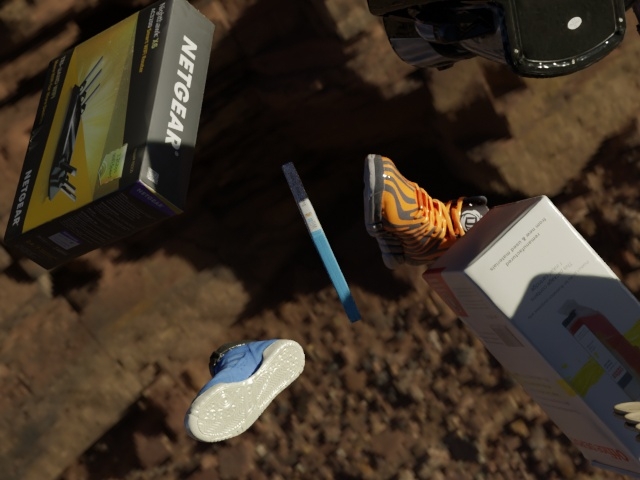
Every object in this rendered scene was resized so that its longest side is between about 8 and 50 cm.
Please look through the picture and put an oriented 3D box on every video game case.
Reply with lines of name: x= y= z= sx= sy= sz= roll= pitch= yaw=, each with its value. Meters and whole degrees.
video game case: x=0.000 y=0.000 z=1.478 sx=0.015 sy=0.119 sz=0.166 roll=-24 pitch=32 yaw=0

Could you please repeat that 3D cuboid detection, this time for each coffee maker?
coffee maker: x=0.114 y=-0.198 z=0.922 sx=0.178 sy=0.120 sz=0.171 roll=21 pitch=103 yaw=62

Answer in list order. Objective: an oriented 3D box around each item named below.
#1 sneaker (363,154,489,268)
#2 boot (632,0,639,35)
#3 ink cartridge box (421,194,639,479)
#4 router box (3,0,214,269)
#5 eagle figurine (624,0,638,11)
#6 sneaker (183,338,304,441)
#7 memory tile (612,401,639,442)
sneaker: x=0.169 y=-0.050 z=2.112 sx=0.180 sy=0.321 sz=0.125 roll=-3 pitch=71 yaw=13
boot: x=0.562 y=-0.353 z=1.971 sx=0.229 sy=0.091 sz=0.263 roll=-35 pitch=28 yaw=17
ink cartridge box: x=0.349 y=0.136 z=1.933 sx=0.160 sy=0.385 sz=0.279 roll=-42 pitch=4 yaw=-8
router box: x=-0.265 y=-0.139 z=1.742 sx=0.242 sy=0.081 sz=0.309 roll=-22 pitch=47 yaw=33
eagle figurine: x=0.350 y=-0.301 z=1.356 sx=0.225 sy=0.298 sz=0.226 roll=33 pitch=100 yaw=20
sneaker: x=-0.093 y=0.149 z=1.379 sx=0.152 sy=0.058 sz=0.084 roll=-40 pitch=23 yaw=-33
memory tile: x=0.312 y=0.139 z=1.079 sx=0.148 sy=0.012 sz=0.113 roll=-4 pitch=4 yaw=-2
